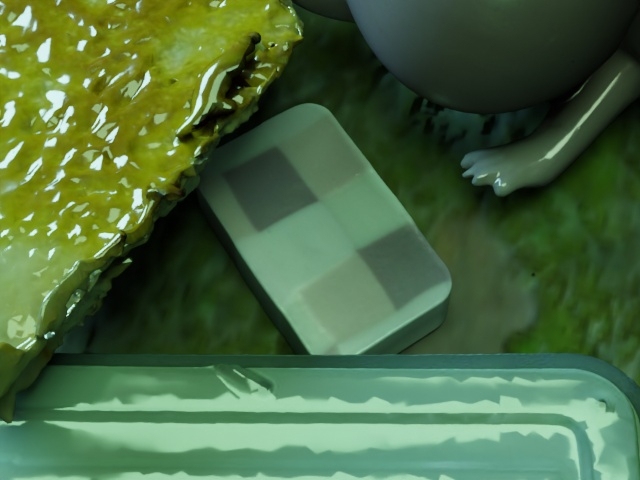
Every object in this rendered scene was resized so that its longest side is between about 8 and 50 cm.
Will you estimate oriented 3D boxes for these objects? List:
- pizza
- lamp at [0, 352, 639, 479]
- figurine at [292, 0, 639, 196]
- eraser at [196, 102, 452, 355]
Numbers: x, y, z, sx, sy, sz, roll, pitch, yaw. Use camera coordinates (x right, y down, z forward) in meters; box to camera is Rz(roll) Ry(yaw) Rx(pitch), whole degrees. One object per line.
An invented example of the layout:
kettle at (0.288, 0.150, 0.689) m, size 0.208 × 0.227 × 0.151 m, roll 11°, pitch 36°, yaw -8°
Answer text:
pizza at (-0.101, -0.066, 0.542) m, size 0.189 × 0.071 × 0.297 m, roll -11°, pitch 51°, yaw -5°
lamp at (-0.018, 0.165, 0.449) m, size 0.266 × 0.047 × 0.269 m, roll 0°, pitch 64°, yaw 2°
figurine at (0.134, -0.115, 0.543) m, size 0.287 × 0.176 × 0.186 m, roll 13°, pitch 47°, yaw 2°
eraser at (0.000, 0.000, 0.545) m, size 0.065 × 0.026 × 0.105 m, roll -30°, pitch 66°, yaw -16°
